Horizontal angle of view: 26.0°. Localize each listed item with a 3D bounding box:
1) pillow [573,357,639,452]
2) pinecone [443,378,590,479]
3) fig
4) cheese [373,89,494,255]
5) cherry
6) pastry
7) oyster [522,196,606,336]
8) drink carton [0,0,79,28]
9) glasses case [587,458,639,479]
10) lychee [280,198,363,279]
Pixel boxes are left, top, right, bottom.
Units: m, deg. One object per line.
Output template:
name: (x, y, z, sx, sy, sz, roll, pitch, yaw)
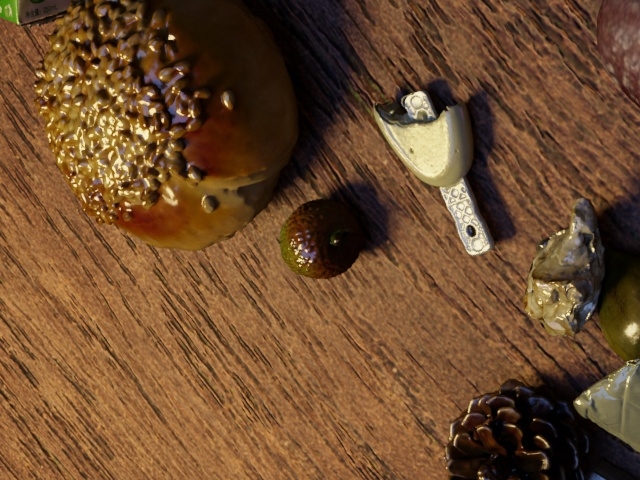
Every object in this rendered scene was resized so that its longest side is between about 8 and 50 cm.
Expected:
pillow: (0.484, 0.179, 1.602, 0.274, 0.076, 0.281, 33, 128, -18)
pinecone: (0.249, 0.285, 1.785, 0.185, 0.212, 0.169, 19, 120, 17)
fig: (0.401, 0.067, 1.669, 0.126, 0.185, 0.133, 5, 133, -6)
cheese: (0.162, -0.089, 1.795, 0.127, 0.049, 0.235, -19, 96, 38)
cherry: (0.413, -0.216, 1.478, 0.266, 0.183, 0.213, 20, 112, 46)
pastry: (-0.222, -0.177, 1.911, 0.409, 0.245, 0.410, 16, 118, 32)
oyster: (0.292, 0.032, 1.703, 0.163, 0.081, 0.191, -133, 54, -65)
drink carton: (-0.423, -0.454, 1.992, 0.108, 0.161, 0.271, 20, 120, 28)
glasses case: (0.436, 0.369, 1.790, 0.205, 0.047, 0.071, 30, 123, 23)
lychee: (0.000, 0.000, 1.909, 0.146, 0.114, 0.114, -13, 101, 58)
